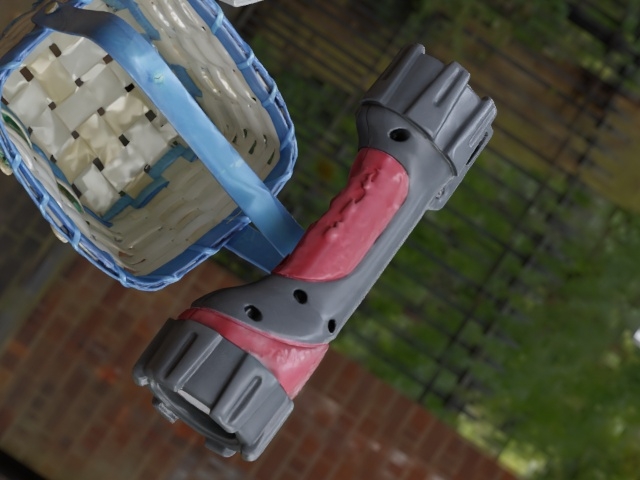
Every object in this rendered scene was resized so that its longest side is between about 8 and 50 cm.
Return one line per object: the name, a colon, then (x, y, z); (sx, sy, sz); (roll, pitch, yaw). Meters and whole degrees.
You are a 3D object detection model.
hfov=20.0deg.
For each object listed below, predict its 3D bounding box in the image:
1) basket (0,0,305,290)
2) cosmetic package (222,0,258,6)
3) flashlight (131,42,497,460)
basket: (-0.123, -0.078, 1.344); (0.201, 0.255, 0.289); (-45, -153, -15)
cosmetic package: (-0.071, -0.343, 1.745); (0.151, 0.151, 0.183); (-21, 122, -34)
flashlight: (0.000, 0.000, 1.213); (0.304, 0.103, 0.103); (-55, 170, -19)
